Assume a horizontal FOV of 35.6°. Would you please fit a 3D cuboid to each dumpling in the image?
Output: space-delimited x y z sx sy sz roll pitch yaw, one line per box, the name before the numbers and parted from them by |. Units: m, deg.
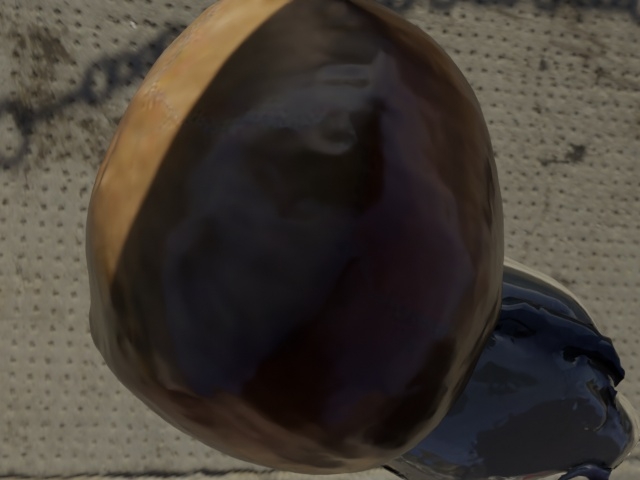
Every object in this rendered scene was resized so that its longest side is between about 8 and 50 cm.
dumpling | 0.091 0.060 0.681 0.293 0.204 0.163 19 132 -8

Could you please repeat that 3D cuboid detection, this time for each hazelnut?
hazelnut | 0.000 0.000 0.446 0.214 0.176 0.214 -6 100 -36
